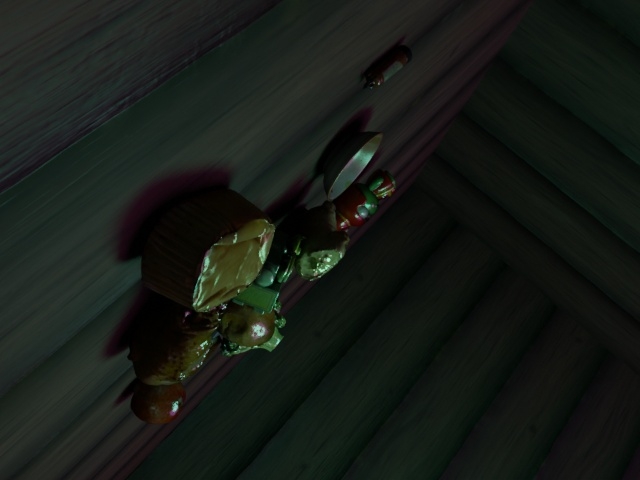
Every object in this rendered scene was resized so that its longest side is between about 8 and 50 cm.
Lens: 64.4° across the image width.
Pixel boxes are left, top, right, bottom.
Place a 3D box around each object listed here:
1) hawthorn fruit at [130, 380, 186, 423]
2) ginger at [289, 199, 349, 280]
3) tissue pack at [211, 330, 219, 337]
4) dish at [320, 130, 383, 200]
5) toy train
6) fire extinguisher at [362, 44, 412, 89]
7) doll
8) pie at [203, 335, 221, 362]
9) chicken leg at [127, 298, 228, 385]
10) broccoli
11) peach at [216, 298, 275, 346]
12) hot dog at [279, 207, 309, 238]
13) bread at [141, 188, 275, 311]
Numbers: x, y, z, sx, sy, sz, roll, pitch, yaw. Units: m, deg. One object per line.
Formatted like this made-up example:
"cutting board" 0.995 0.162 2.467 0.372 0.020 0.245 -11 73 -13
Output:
"hawthorn fruit" -0.521 0.507 1.645 0.173 0.173 0.173 -47 171 -9
"ginger" 0.000 0.000 1.536 0.221 0.130 0.276 -22 -134 50
"tissue pack" -0.351 0.288 1.916 0.156 0.051 0.112 -51 171 22
"dish" 0.078 -0.249 1.562 0.260 0.085 0.260 -49 171 -10
"toy train" -0.152 0.064 1.402 0.272 0.158 0.188 -81 -165 -66
"fire extinguisher" 0.163 -0.431 1.284 0.177 0.050 0.062 -45 -170 -24
"doll" 0.149 -0.149 2.093 0.363 0.160 0.182 -46 170 -1
"pie" -0.472 0.450 2.054 0.195 0.046 0.195 -48 173 -8
"chicken leg" -0.308 0.182 1.224 0.409 0.182 0.295 -45 -171 47
"broccoli" -0.254 0.372 2.045 0.288 0.245 0.248 -38 -159 36
"peach" -0.244 0.230 1.604 0.214 0.236 0.214 -37 170 -8
"hot dog" -0.099 -0.007 1.722 0.227 0.099 0.160 -44 170 -6
"bread" -0.221 0.010 1.006 0.288 0.156 0.204 -35 150 -58
